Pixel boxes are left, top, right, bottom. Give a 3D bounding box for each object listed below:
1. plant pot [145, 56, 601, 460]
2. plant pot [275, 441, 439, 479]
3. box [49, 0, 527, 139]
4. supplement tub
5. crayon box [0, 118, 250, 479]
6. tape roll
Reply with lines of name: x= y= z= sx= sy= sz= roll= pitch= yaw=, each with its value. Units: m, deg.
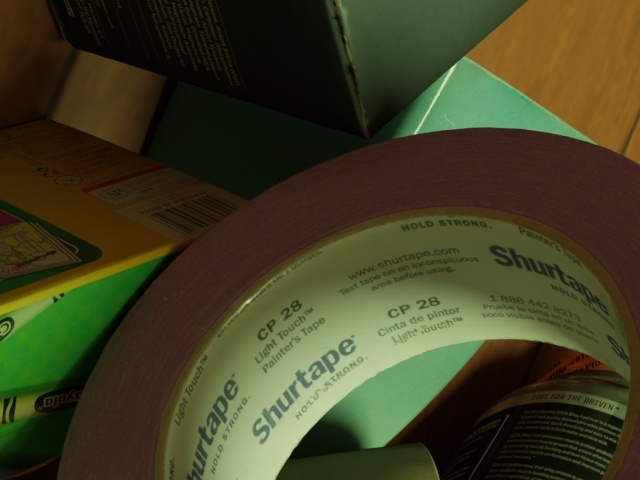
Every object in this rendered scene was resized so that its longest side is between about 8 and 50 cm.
plant pot: x=0.000 y=0.000 z=0.977 sx=0.166 sy=0.165 sz=0.234 roll=26 pitch=95 yaw=-50
plant pot: x=-0.086 y=0.223 z=0.889 sx=0.274 sy=0.256 sz=0.256 roll=2 pitch=111 yaw=-5
box: x=-0.016 y=-0.150 z=0.848 sx=0.153 sy=0.207 sz=0.108 roll=-41 pitch=133 yaw=-29
supplement tub: x=0.145 y=0.218 z=1.168 sx=0.316 sy=0.194 sz=0.193 roll=-50 pitch=140 yaw=-47
crayon box: x=-0.173 y=0.034 z=0.790 sx=0.278 sy=0.165 sz=0.081 roll=-21 pitch=122 yaw=-41
tape roll: x=0.040 y=0.088 z=0.707 sx=0.275 sy=0.275 sz=0.090 roll=-51 pitch=137 yaw=-19
